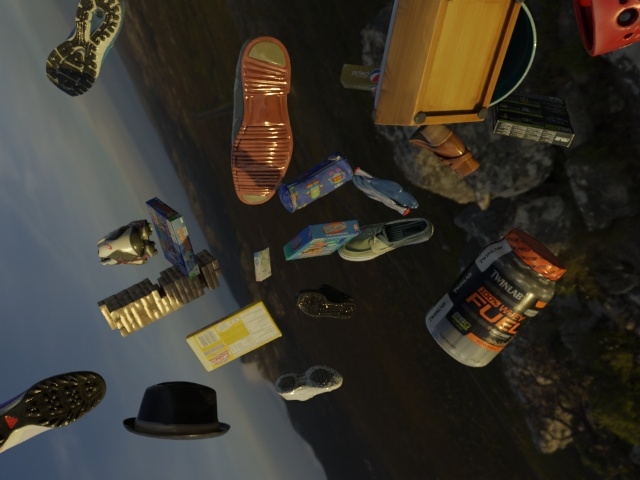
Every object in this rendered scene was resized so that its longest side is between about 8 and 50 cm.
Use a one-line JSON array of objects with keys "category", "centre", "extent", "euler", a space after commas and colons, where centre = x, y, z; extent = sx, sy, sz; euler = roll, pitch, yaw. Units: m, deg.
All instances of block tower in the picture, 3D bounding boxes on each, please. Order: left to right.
[{"category": "block tower", "centre": [-0.447, 0.149, 1.545], "extent": [0.097, 0.335, 0.091], "euler": [32, 143, 51]}]

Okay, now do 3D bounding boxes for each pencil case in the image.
[{"category": "pencil case", "centre": [-0.016, -0.228, 2.079], "extent": [0.119, 0.306, 0.133], "euler": [47, 160, 34]}]

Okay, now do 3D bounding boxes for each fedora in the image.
[{"category": "fedora", "centre": [-0.451, 0.534, 1.732], "extent": [0.334, 0.334, 0.153], "euler": [136, 139, -77]}]

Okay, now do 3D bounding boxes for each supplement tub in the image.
[{"category": "supplement tub", "centre": [0.447, 0.145, 1.394], "extent": [0.207, 0.338, 0.207], "euler": [29, -157, -14]}]

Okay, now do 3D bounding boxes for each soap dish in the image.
[{"category": "soap dish", "centre": [0.233, -0.346, 0.985], "extent": [0.118, 0.228, 0.291], "euler": [48, 138, 45]}]

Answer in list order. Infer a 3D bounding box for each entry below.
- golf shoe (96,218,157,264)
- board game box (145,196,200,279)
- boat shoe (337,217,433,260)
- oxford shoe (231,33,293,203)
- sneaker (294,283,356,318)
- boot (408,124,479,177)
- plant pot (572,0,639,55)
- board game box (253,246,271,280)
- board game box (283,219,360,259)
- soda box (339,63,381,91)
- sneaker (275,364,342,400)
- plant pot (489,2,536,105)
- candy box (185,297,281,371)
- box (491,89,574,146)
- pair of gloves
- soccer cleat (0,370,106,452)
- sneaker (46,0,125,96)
[{"category": "golf shoe", "centre": [-0.459, 0.009, 1.254], "extent": [0.273, 0.120, 0.105], "euler": [-19, 87, 65]}, {"category": "board game box", "centre": [-0.397, -0.005, 1.463], "extent": [0.136, 0.035, 0.201], "euler": [32, 142, 36]}, {"category": "boat shoe", "centre": [0.193, -0.017, 1.664], "extent": [0.094, 0.302, 0.109], "euler": [48, -153, -69]}, {"category": "oxford shoe", "centre": [-0.144, -0.283, 1.287], "extent": [0.146, 0.140, 0.397], "euler": [-122, 38, -57]}, {"category": "sneaker", "centre": [0.007, 0.120, 1.101], "extent": [0.089, 0.170, 0.051], "euler": [35, 106, 56]}, {"category": "boot", "centre": [0.422, -0.312, 1.843], "extent": [0.220, 0.109, 0.283], "euler": [43, 177, -5]}, {"category": "plant pot", "centre": [0.535, -0.433, 0.926], "extent": [0.191, 0.174, 0.191], "euler": [-11, -90, -71]}, {"category": "board game box", "centre": [-0.179, 0.072, 1.674], "extent": [0.090, 0.020, 0.090], "euler": [-30, -64, -73]}, {"category": "board game box", "centre": [0.000, 0.000, 1.625], "extent": [0.210, 0.160, 0.047], "euler": [-38, 64, 58]}, {"category": "soda box", "centre": [0.159, -0.522, 1.750], "extent": [0.181, 0.061, 0.058], "euler": [12, 176, 20]}, {"category": "sneaker", "centre": [-0.033, 0.502, 1.880], "extent": [0.115, 0.232, 0.090], "euler": [71, -167, -49]}, {"category": "plant pot", "centre": [0.316, -0.467, 1.201], "extent": [0.255, 0.271, 0.272], "euler": [-77, -24, -48]}, {"category": "candy box", "centre": [-0.207, 0.228, 1.304], "extent": [0.105, 0.205, 0.027], "euler": [62, -176, -21]}, {"category": "box", "centre": [0.540, -0.322, 1.395], "extent": [0.045, 0.190, 0.184], "euler": [98, -175, -46]}, {"category": "pair of gloves", "centre": [0.140, -0.111, 1.201], "extent": [0.159, 0.023, 0.198], "euler": [31, 174, 3]}, {"category": "soccer cleat", "centre": [-0.610, 0.362, 1.130], "extent": [0.109, 0.318, 0.116], "euler": [66, 156, -4]}, {"category": "sneaker", "centre": [-0.606, -0.522, 1.442], "extent": [0.129, 0.330, 0.147], "euler": [38, -152, -19]}]
